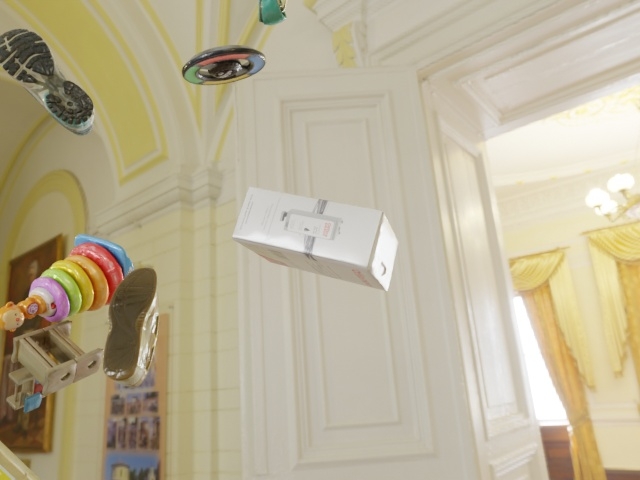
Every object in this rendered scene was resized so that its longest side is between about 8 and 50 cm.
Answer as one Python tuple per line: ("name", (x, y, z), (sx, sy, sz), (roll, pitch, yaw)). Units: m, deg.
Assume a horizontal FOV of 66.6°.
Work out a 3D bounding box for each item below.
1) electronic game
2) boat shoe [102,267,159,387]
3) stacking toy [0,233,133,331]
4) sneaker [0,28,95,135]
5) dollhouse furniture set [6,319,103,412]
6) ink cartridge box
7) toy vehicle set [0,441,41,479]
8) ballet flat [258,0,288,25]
("electronic game", (-0.260, -0.468, 1.320), (0.229, 0.048, 0.229), (-12, 2, 1))
("boat shoe", (-0.200, 0.093, 0.528), (0.050, 0.135, 0.045), (-2, -39, 3))
("stacking toy", (-0.583, 0.116, 1.093), (0.165, 0.175, 0.302), (16, 23, 17))
("sneaker", (-0.639, -0.356, 1.135), (0.110, 0.283, 0.122), (-39, 0, -23))
("dollhouse furniture set", (-0.593, 0.301, 1.088), (0.129, 0.184, 0.129), (32, 25, 22))
("ink cartridge box", (0.000, 0.000, 0.988), (0.283, 0.117, 0.207), (12, -13, 20))
("toy vehicle set", (-0.478, 0.337, 0.627), (0.266, 0.035, 0.166), (31, 29, 18))
("ballet flat", (-0.113, -0.650, 1.174), (0.087, 0.083, 0.247), (-1, -51, 0))
